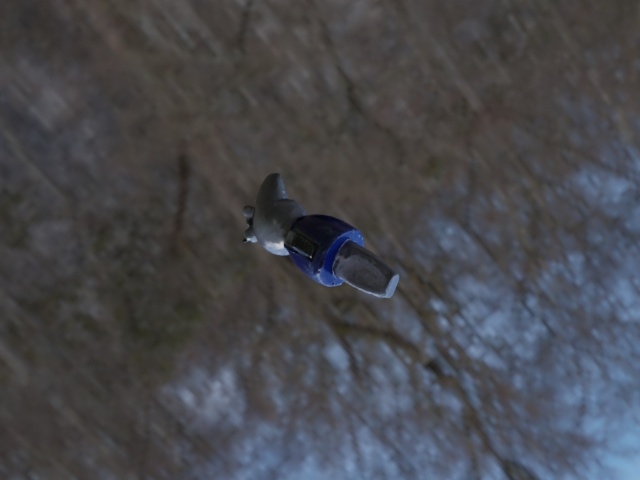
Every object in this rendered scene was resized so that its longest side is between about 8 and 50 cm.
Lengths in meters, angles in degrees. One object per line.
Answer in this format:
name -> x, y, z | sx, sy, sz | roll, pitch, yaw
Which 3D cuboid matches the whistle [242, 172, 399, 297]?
whistle -> 0.000, 0.000, 0.769 | 0.083, 0.029, 0.033 | 29, -73, 31
